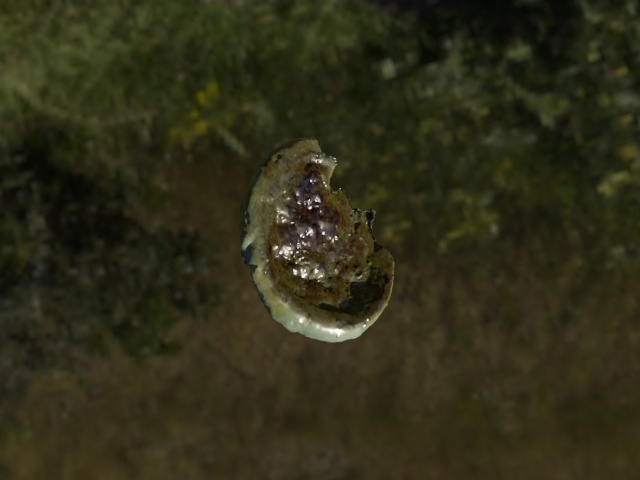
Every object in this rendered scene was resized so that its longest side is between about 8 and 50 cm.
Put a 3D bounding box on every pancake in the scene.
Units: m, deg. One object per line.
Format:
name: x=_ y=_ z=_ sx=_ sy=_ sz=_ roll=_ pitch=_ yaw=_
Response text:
pancake: x=-0.004 y=0.004 z=1.173 sx=0.022 sy=0.116 sz=0.129 roll=-18 pitch=121 yaw=45
